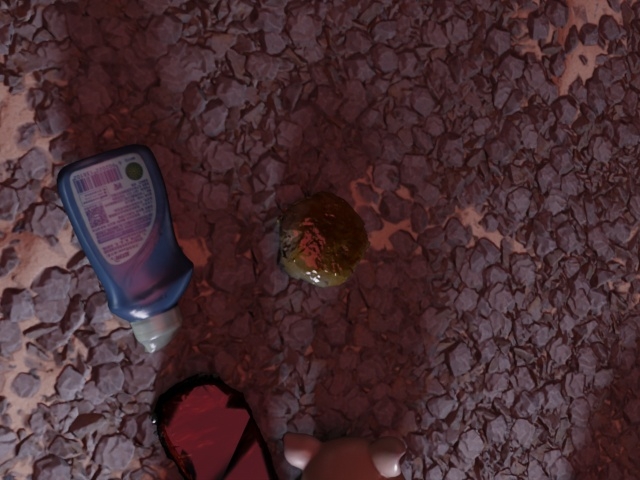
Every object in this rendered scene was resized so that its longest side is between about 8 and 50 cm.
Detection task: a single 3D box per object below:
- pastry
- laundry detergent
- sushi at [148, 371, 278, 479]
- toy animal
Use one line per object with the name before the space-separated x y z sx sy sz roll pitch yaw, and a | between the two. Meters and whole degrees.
pastry | 0.004 -0.001 1.160 0.153 0.081 0.153 2 84 -16
laundry detergent | -0.266 0.014 1.068 0.143 0.094 0.289 -21 98 -25
sushi | -0.147 0.303 1.078 0.136 0.126 0.225 -31 92 -16
toy animal | 0.058 0.426 1.100 0.213 0.195 0.256 43 45 -56
